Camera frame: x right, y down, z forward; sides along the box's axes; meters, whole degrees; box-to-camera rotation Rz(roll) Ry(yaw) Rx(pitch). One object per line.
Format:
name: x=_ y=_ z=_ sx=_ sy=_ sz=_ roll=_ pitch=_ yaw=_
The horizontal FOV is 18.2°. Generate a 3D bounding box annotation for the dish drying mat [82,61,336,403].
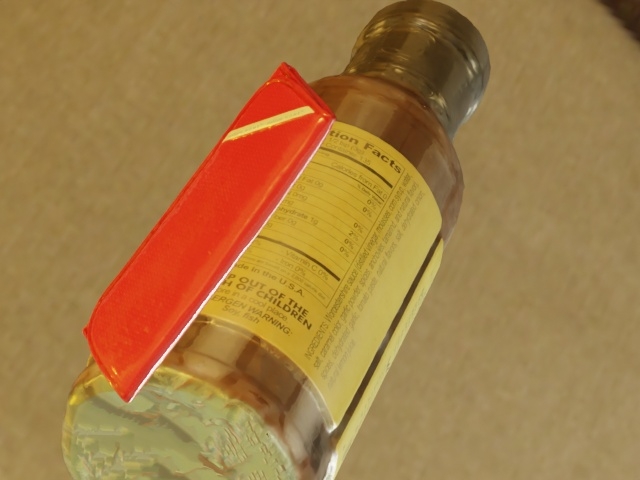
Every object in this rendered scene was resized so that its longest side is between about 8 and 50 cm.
dish drying mat: x=-0.027 y=-0.003 z=0.470 sx=0.008 sy=0.032 sz=0.083 roll=29 pitch=104 yaw=-39

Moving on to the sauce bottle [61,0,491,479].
sauce bottle: x=0.000 y=0.000 z=0.892 sx=0.111 sy=0.344 sz=0.111 roll=11 pitch=125 yaw=16
